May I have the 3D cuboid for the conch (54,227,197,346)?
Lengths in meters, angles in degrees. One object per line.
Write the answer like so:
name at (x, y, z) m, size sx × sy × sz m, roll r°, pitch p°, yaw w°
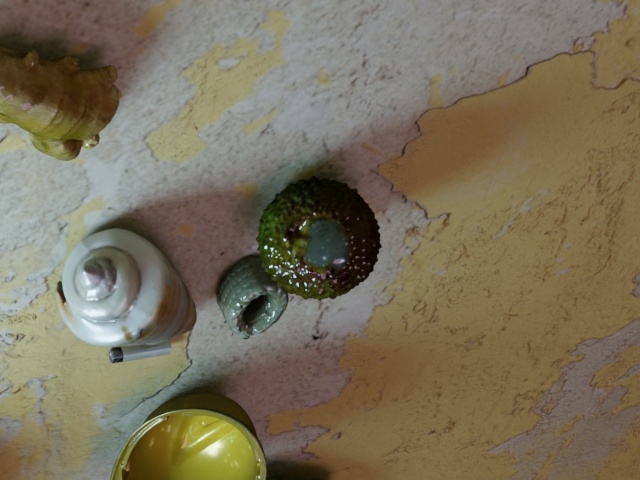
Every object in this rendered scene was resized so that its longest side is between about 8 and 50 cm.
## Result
conch at (-0.223, 0.085, 1.530) m, size 0.158 × 0.127 × 0.255 m, roll -37°, pitch 143°, yaw 11°

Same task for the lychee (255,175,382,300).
lychee at (0.000, 0.000, 1.560) m, size 0.171 × 0.171 × 0.171 m, roll -18°, pitch 142°, yaw -14°

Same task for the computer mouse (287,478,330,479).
computer mouse at (-0.105, 0.458, 2.088) m, size 0.197 × 0.095 × 0.331 m, roll -46°, pitch 149°, yaw 25°

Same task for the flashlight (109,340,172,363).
flashlight at (-0.243, 0.150, 1.685) m, size 0.083 × 0.018 × 0.018 m, roll -8°, pitch 141°, yaw -25°

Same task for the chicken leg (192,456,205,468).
chicken leg at (-0.260, 0.405, 1.919) m, size 0.304 × 0.093 × 0.113 m, roll -36°, pitch 172°, yaw 5°

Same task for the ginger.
ginger at (-0.273, -0.145, 1.261) m, size 0.115 × 0.081 × 0.205 m, roll -4°, pitch 159°, yaw 21°

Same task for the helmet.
helmet at (-0.184, 0.307, 1.810) m, size 0.205 × 0.140 × 0.257 m, roll 35°, pitch 116°, yaw -13°

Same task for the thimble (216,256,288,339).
thimble at (-0.093, 0.078, 1.661) m, size 0.084 × 0.062 × 0.110 m, roll 5°, pitch 132°, yaw -36°
